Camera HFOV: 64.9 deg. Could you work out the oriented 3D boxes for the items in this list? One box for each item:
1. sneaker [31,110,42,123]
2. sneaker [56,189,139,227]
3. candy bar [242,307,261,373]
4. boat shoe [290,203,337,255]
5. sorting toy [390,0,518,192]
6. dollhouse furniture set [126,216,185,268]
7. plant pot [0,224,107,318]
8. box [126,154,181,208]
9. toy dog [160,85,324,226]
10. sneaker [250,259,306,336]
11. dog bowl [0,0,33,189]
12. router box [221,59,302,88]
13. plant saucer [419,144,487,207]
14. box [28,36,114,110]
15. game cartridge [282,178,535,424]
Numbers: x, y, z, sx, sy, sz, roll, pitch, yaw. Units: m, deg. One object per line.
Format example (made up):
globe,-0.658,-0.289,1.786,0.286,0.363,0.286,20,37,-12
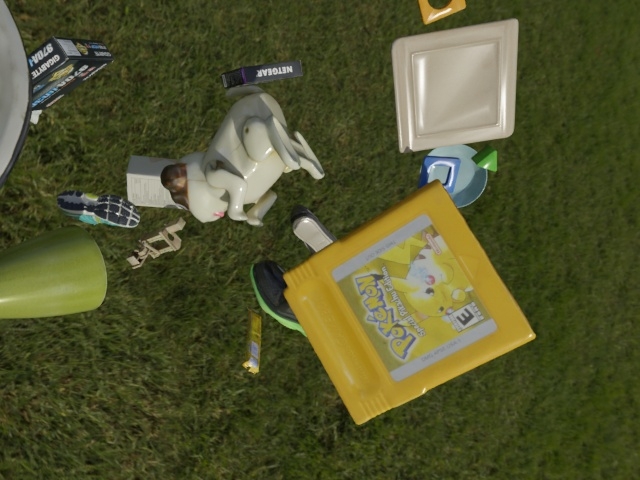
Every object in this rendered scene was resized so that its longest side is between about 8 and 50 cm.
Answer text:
sneaker,-0.955,-0.442,1.667,0.061,0.152,0.054,18,55,-35
sneaker,-0.769,-0.103,1.757,0.275,0.110,0.107,15,61,-10
candy bar,-0.135,0.197,1.009,0.040,0.018,0.162,44,22,-29
boat shoe,0.000,0.000,1.744,0.335,0.112,0.096,53,15,-42
sorting toy,0.209,-0.242,0.792,0.195,0.047,0.348,-10,121,0
dollhouse furniture set,-0.558,0.028,1.778,0.101,0.181,0.161,56,30,-31
plant pot,-0.830,0.113,1.451,0.293,0.274,0.275,-19,90,-54
box,-0.528,-0.204,1.815,0.310,0.148,0.121,5,43,-15
toy dog,-0.263,-0.220,1.459,0.396,0.407,0.284,58,15,2
sneaker,0.013,0.174,1.374,0.185,0.482,0.202,3,116,-63
dog bowl,-0.417,-0.093,0.305,0.407,0.150,0.408,19,55,-29
router box,-0.158,-0.450,1.366,0.178,0.133,0.046,-20,109,-32
plant saucer,0.395,-0.195,1.499,0.195,0.194,0.037,59,28,-8
box,-0.568,-0.343,1.053,0.051,0.220,0.175,59,16,-12
game cartridge,0.125,0.105,0.818,0.285,0.323,0.052,59,14,7
